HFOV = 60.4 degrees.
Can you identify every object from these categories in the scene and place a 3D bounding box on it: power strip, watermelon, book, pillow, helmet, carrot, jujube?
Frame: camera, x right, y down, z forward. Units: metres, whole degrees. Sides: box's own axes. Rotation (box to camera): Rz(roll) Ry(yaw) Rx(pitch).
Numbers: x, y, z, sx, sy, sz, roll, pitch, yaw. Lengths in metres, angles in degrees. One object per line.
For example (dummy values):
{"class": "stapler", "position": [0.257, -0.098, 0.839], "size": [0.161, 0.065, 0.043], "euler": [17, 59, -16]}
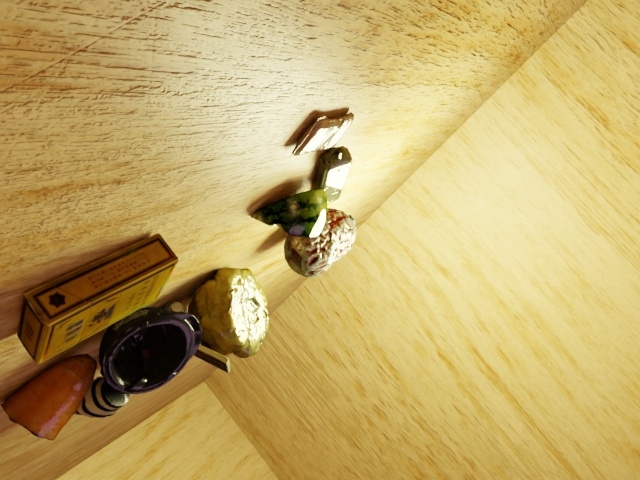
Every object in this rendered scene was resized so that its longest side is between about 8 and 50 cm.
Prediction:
{"class": "power strip", "position": [0.033, -0.199, 1.700], "size": [0.092, 0.066, 0.387], "euler": [-22, 168, -11]}
{"class": "watermelon", "position": [-0.050, -0.067, 1.661], "size": [0.159, 0.129, 0.303], "euler": [-24, 175, 29]}
{"class": "book", "position": [-0.414, 0.325, 1.702], "size": [0.208, 0.295, 0.020], "euler": [108, 8, -68]}
{"class": "pillow", "position": [0.008, -0.268, 1.394], "size": [0.135, 0.034, 0.211], "euler": [-50, 168, 31]}
{"class": "helmet", "position": [-0.483, 0.279, 1.520], "size": [0.278, 0.160, 0.231], "euler": [-33, 127, -26]}
{"class": "carrot", "position": [-0.682, 0.385, 1.423], "size": [0.225, 0.159, 0.159], "euler": [-51, 173, -14]}
{"class": "jujube", "position": [0.000, 0.000, 2.054], "size": [0.317, 0.226, 0.226], "euler": [-35, 169, -44]}

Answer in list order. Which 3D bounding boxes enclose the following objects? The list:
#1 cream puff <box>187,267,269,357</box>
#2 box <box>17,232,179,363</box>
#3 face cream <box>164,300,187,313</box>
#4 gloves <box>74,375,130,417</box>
{"class": "cream puff", "position": [-0.331, 0.247, 1.820], "size": [0.257, 0.291, 0.324], "euler": [-15, -158, 22]}
{"class": "box", "position": [-0.463, 0.117, 1.154], "size": [0.301, 0.084, 0.193], "euler": [-31, 167, -43]}
{"class": "face cream", "position": [-0.475, 0.255, 1.771], "size": [0.075, 0.075, 0.229], "euler": [-34, 168, -34]}
{"class": "gloves", "position": [-0.695, 0.484, 1.675], "size": [0.218, 0.132, 0.140], "euler": [-26, 167, 25]}
